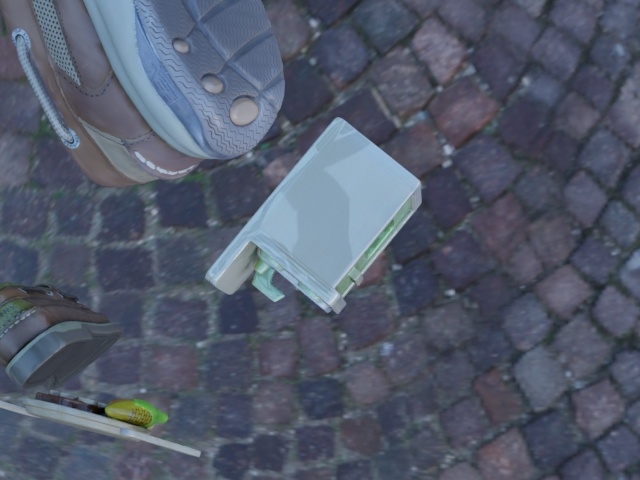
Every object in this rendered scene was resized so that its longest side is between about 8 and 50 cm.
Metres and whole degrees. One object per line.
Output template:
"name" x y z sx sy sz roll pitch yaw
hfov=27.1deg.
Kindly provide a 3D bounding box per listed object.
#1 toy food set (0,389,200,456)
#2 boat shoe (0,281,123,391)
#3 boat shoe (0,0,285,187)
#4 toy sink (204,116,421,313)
"toy food set" -0.213 0.156 1.233 0.132 0.192 0.038 34 67 -58
"boat shoe" -0.300 0.095 1.465 0.111 0.307 0.104 -42 85 -7
"boat shoe" -0.134 -0.174 0.652 0.123 0.116 0.324 -9 75 -54
"toy sink" 0.000 0.000 1.511 0.131 0.153 0.234 40 87 8
